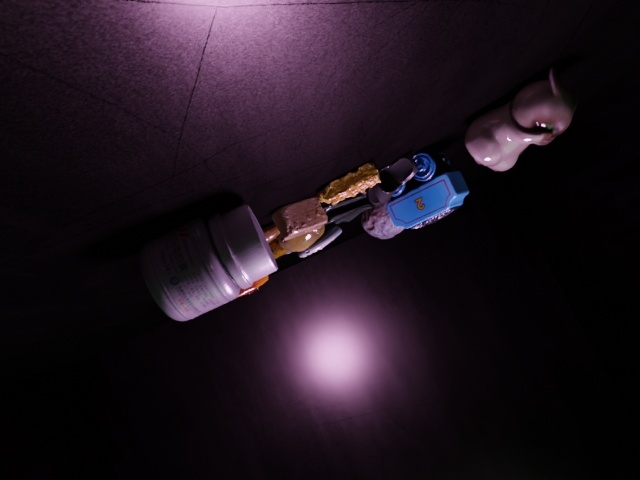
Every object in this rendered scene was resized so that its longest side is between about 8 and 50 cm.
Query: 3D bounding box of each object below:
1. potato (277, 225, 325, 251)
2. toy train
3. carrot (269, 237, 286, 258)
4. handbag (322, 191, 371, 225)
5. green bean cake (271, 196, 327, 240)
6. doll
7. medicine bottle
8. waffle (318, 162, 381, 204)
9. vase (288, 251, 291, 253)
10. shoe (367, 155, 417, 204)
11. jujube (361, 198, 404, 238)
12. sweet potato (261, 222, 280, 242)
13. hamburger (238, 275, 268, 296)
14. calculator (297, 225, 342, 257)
[{"bbox_3d":[-0.082,-0.035,1.825,0.200,0.137,0.154,-28,-160,30],"label":"potato"},{"bbox_3d":[0.397,-0.192,1.764,0.300,0.265,0.188,-28,173,38],"label":"toy train"},{"bbox_3d":[-0.251,0.055,1.991,0.302,0.114,0.114,-31,172,24],"label":"carrot"},{"bbox_3d":[0.077,-0.113,2.027,0.247,0.079,0.260,-21,173,-29],"label":"handbag"},{"bbox_3d":[-0.071,-0.079,1.590,0.179,0.109,0.085,-19,172,-37],"label":"green bean cake"},{"bbox_3d":[0.652,-0.375,1.494,0.215,0.226,0.370,22,151,-31],"label":"doll"},{"bbox_3d":[-0.294,0.053,1.211,0.306,0.245,0.245,-25,174,-4],"label":"medicine bottle"},{"bbox_3d":[0.105,-0.190,1.589,0.229,0.057,0.219,-26,174,13],"label":"waffle"},{"bbox_3d":[-0.221,0.051,2.176,0.096,0.096,0.219,-30,175,35],"label":"vase"},{"bbox_3d":[0.246,-0.223,1.664,0.093,0.108,0.241,-18,164,-49],"label":"shoe"},{"bbox_3d":[0.312,-0.138,2.068,0.246,0.215,0.308,-48,179,-33],"label":"jujube"},{"bbox_3d":[-0.261,0.004,1.702,0.244,0.077,0.077,-25,174,-12],"label":"sweet potato"},{"bbox_3d":[-0.319,0.085,1.468,0.291,0.225,0.291,-23,-179,0],"label":"hamburger"},{"bbox_3d":[0.000,0.000,1.953,0.184,0.042,0.295,-27,-173,28],"label":"calculator"}]
